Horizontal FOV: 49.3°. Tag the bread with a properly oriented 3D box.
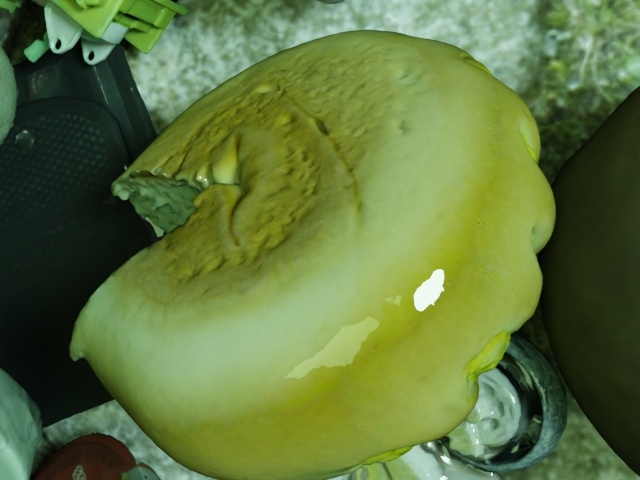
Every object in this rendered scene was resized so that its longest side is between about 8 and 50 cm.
[{"bbox_3d":[0.000,0.000,0.455,0.333,0.333,0.160,-26,129,14],"label":"bread"}]

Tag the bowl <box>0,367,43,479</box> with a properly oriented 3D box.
[{"bbox_3d":[-0.383,0.209,0.528,0.307,0.307,0.163,-27,43,13],"label":"bowl"}]

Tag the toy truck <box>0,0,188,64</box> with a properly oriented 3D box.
[{"bbox_3d":[-0.250,-0.249,0.586,0.259,0.128,0.135,44,105,10],"label":"toy truck"}]

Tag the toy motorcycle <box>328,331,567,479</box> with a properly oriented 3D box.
[{"bbox_3d":[0.047,0.204,0.518,0.222,0.107,0.341,17,108,35],"label":"toy motorcycle"}]

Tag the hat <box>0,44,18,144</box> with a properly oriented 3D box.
[{"bbox_3d":[-0.338,-0.125,0.582,0.257,0.130,0.257,1,92,21],"label":"hat"}]

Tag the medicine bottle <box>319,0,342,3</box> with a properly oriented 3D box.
[{"bbox_3d":[0.040,-0.318,0.444,0.240,0.252,0.253,-28,85,14],"label":"medicine bottle"}]

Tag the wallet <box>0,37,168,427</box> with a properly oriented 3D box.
[{"bbox_3d":[-0.232,-0.012,0.631,0.247,0.041,0.323,-23,85,16],"label":"wallet"}]

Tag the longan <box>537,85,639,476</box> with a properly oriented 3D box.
[{"bbox_3d":[0.272,0.022,0.390,0.297,0.297,0.297,0,92,14],"label":"longan"}]

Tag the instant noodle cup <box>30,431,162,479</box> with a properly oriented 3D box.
[{"bbox_3d":[-0.180,0.303,0.569,0.274,0.090,0.274,-26,50,36],"label":"instant noodle cup"}]
